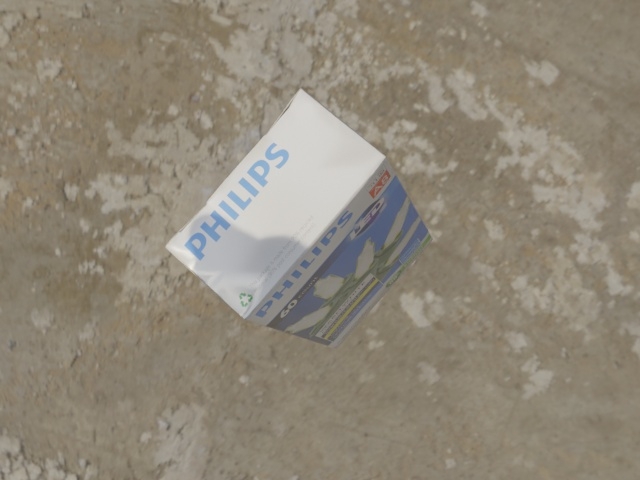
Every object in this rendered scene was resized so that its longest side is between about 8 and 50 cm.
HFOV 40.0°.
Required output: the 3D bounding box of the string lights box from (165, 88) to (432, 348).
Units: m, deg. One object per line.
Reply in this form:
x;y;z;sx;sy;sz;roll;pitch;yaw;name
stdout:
0.000;0.000;0.653;0.077;0.260;0.133;41;91;17;string lights box
